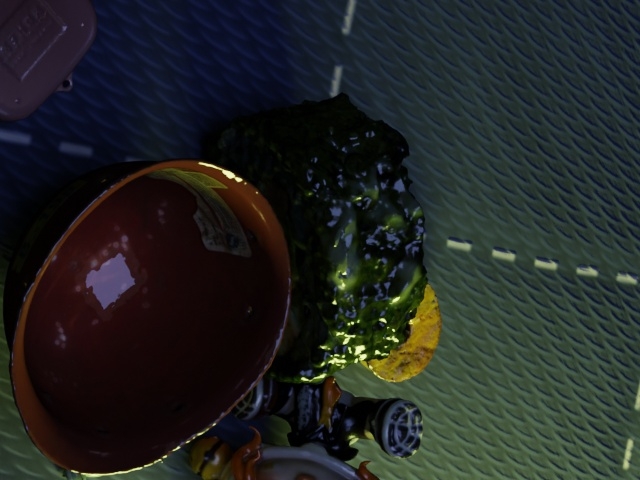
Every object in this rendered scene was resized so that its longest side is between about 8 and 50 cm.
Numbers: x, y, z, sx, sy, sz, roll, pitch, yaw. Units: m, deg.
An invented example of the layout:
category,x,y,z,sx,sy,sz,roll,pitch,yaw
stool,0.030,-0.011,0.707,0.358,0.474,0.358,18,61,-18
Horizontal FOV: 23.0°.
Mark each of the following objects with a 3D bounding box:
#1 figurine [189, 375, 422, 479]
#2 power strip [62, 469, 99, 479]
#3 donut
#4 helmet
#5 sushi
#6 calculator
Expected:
category,x,y,z,sx,sy,sz,roll,pitch,yaw
figurine,-0.019,0.343,2.066,0.320,0.196,0.323,15,76,8
power strip,-0.290,0.274,1.977,0.083,0.035,0.055,-44,119,-37
donut,0.101,0.118,2.199,0.152,0.058,0.152,-6,100,-33
helmet,-0.243,0.064,1.856,0.337,0.230,0.385,40,81,-39
sushi,0.000,0.000,1.974,0.178,0.294,0.352,-14,104,-29
calculator,-0.393,-0.288,1.820,0.329,0.048,0.220,47,69,-31
